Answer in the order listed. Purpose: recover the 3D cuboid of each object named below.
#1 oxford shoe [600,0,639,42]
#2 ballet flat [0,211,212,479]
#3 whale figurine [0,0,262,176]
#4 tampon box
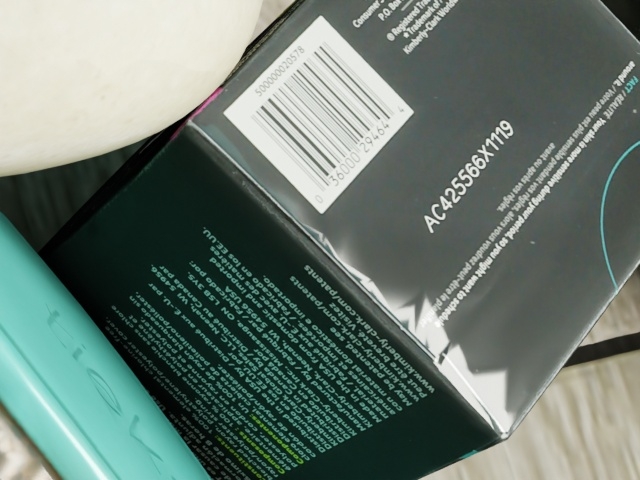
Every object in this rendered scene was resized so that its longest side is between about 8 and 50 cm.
[{"bbox_3d":[0.192,-0.011,0.630,0.130,0.169,0.449,-32,85,-28],"label":"oxford shoe"},{"bbox_3d":[-0.002,0.192,0.450,0.483,0.164,0.182,44,94,-3],"label":"ballet flat"},{"bbox_3d":[-0.144,-0.090,0.384,0.272,0.216,0.141,1,102,-12],"label":"whale figurine"},{"bbox_3d":[0.000,0.000,0.511,0.101,0.161,0.120,46,55,-7],"label":"tampon box"}]
